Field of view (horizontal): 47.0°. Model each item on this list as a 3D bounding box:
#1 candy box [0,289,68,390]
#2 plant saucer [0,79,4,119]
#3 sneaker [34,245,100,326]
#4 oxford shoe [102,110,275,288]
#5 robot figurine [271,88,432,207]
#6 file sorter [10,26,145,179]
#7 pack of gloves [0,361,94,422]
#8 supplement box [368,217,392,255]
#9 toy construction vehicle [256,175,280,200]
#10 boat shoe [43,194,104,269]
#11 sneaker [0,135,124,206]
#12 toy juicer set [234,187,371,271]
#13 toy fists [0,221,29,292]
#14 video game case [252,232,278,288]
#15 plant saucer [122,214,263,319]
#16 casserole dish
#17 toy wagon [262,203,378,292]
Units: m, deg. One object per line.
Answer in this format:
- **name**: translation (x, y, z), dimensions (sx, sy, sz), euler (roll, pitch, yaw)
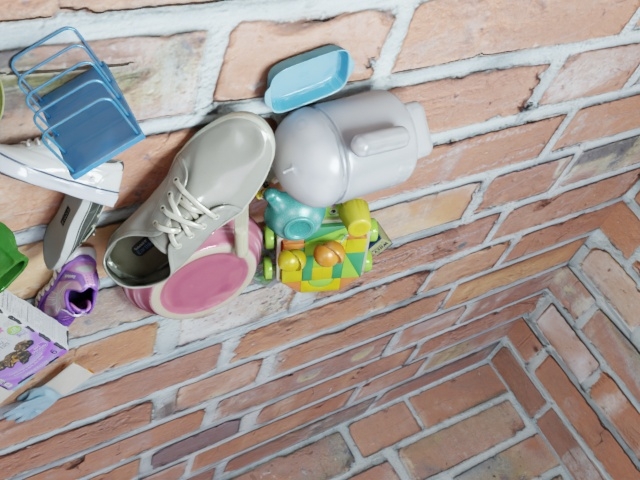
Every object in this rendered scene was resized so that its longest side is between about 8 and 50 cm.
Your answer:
- **candy box**: translation (-0.623, 0.190, 1.434), dimensions (0.164, 0.070, 0.196), euler (-33, 134, 11)
- **plant saucer**: translation (-0.551, -0.189, 0.977), dimensions (0.240, 0.037, 0.241), euler (-24, 148, -16)
- **sneaker**: translation (-0.504, 0.120, 1.486), dimensions (0.095, 0.105, 0.236), euler (-8, 145, -42)
- **oxford shoe**: translation (-0.250, -0.057, 1.380), dimensions (0.449, 0.130, 0.169), euler (-41, 108, 19)
- **robot figurine**: translation (0.052, -0.183, 1.465), dimensions (0.353, 0.200, 0.300), euler (-18, -176, -25)
- **file sorter**: translation (-0.350, -0.199, 1.045), dimensions (0.118, 0.170, 0.104), euler (-32, 151, -2)
- **pack of gloves**: translation (-0.689, 0.336, 1.738), dimensions (0.232, 0.046, 0.195), euler (-36, 142, 1)
- **supplement box**: translation (0.137, -0.013, 1.972), dimensions (0.056, 0.083, 0.083), euler (-40, 154, 16)
- **toy construction vehicle**: translation (-0.094, -0.117, 1.565), dimensions (0.085, 0.035, 0.098), euler (-27, -174, 11)
- **boat shoe**: translation (-0.439, -0.027, 1.337), dimensions (0.070, 0.078, 0.219), euler (1, 137, -46)
- **sneaker**: translation (-0.436, -0.129, 1.177), dimensions (0.258, 0.094, 0.091), euler (18, 87, -46)
- **toy juicer set**: translation (-0.069, -0.028, 1.584), dimensions (0.328, 0.090, 0.209), euler (10, 132, -26)
- **toy fists**: translation (-0.622, 0.075, 1.210), dimensions (0.279, 0.142, 0.096), euler (-48, 179, -12)
- **video game case**: translation (-0.107, 0.038, 1.862), dimensions (0.193, 0.023, 0.212), euler (-38, 153, 10)
- **plant saucer**: translation (-0.273, 0.068, 1.643), dimensions (0.332, 0.084, 0.332), euler (-23, 147, -16)
- **casserole dish**: translation (-0.026, -0.304, 1.364), dimensions (0.188, 0.037, 0.114), euler (-25, 152, -17)
- **toy wagon**: translation (0.000, 0.000, 1.726), dimensions (0.267, 0.068, 0.344), euler (-4, 141, -9)
